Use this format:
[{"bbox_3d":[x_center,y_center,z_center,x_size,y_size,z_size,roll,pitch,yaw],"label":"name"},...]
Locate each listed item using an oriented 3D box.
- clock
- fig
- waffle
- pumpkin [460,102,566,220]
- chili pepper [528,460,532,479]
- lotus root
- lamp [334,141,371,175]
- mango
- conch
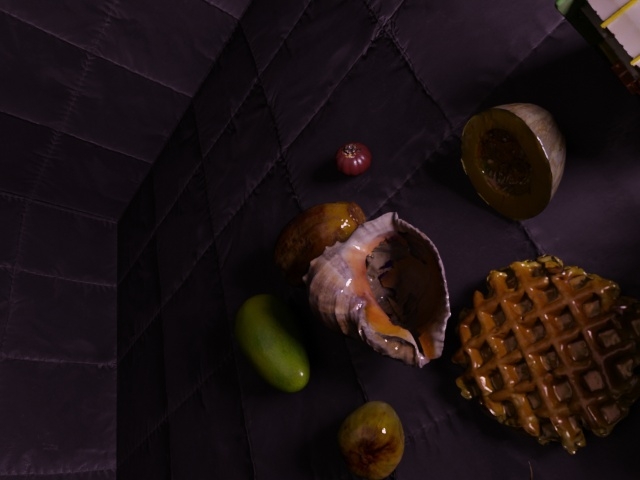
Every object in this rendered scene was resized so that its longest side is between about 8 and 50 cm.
[{"bbox_3d":[0.487,-0.258,0.690,0.106,0.220,0.255,-38,57,38],"label":"clock"},{"bbox_3d":[0.105,0.406,0.969,0.136,0.121,0.153,32,81,14],"label":"fig"},{"bbox_3d":[0.359,0.172,0.792,0.325,0.068,0.302,21,93,51],"label":"waffle"},{"bbox_3d":[0.365,-0.158,0.867,0.110,0.217,0.217,-33,39,-12],"label":"pumpkin"},{"bbox_3d":[0.308,0.439,0.740,0.086,0.084,0.192,12,90,36],"label":"chili pepper"},{"bbox_3d":[0.008,0.002,1.218,0.291,0.193,0.193,-43,46,40],"label":"lotus root"},{"bbox_3d":[0.086,-0.217,1.265,0.101,0.090,0.101,-8,51,10],"label":"lamp"},{"bbox_3d":[-0.125,0.274,1.284,0.343,0.156,0.192,43,119,46],"label":"mango"},{"bbox_3d":[0.142,0.104,0.995,0.352,0.210,0.297,41,108,29],"label":"conch"}]
